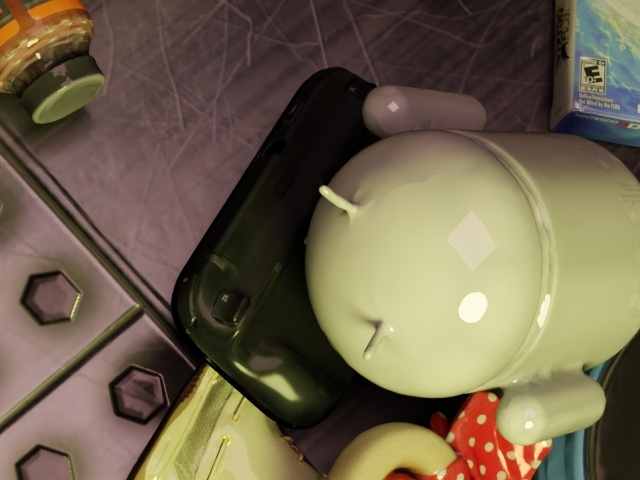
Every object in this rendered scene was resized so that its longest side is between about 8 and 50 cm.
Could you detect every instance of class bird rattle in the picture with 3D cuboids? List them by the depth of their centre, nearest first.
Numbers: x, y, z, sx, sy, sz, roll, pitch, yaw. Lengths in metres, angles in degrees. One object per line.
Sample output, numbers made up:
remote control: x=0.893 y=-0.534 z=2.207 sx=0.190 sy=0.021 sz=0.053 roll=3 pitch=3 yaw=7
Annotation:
bird rattle: x=0.077 y=0.223 z=1.293 sx=0.207 sy=0.143 sz=0.253 roll=38 pitch=73 yaw=-45

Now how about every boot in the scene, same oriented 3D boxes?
boot: x=-0.038 y=0.159 z=1.357 sx=0.165 sy=0.077 sz=0.213 roll=35 pitch=63 yaw=-4

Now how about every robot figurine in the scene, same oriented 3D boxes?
robot figurine: x=0.126 y=0.013 z=1.312 sx=0.353 sy=0.200 sz=0.300 roll=-5 pitch=63 yaw=-51

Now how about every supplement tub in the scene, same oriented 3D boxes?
supplement tub: x=-0.258 y=-0.196 z=1.405 sx=0.106 sy=0.106 sz=0.198 roll=-29 pitch=80 yaw=-21

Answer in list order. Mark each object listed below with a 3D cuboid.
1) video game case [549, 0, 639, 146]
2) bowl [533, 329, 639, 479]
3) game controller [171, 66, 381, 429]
video game case: x=0.353 y=-0.201 z=1.583 sx=0.269 sy=0.061 sz=0.244 roll=8 pitch=69 yaw=-11
bowl: x=0.376 y=0.207 z=1.442 sx=0.391 sy=0.077 sz=0.391 roll=4 pitch=71 yaw=-12
game controller: x=0.000 y=0.000 z=1.383 sx=0.166 sy=0.067 sz=0.319 roll=50 pitch=48 yaw=-23
